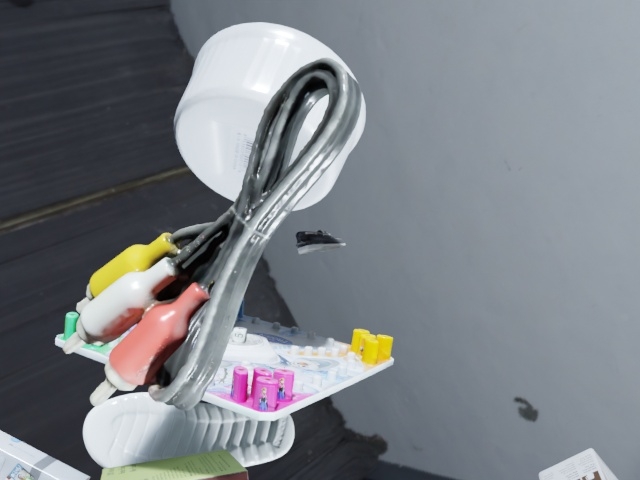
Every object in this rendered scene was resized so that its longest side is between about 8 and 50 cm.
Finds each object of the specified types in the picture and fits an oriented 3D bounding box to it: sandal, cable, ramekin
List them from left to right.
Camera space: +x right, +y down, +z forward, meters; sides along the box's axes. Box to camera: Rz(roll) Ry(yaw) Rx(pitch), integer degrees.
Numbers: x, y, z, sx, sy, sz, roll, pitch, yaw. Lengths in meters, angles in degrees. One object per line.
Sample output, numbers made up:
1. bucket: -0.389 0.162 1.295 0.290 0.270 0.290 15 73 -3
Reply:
1. sandal: -0.260 0.404 1.275 0.102 0.417 0.169 128 146 -59
2. cable: -0.073 0.002 0.432 0.287 0.072 0.139 -49 46 17
3. ramekin: -0.082 -0.168 0.944 0.278 0.135 0.277 13 144 9

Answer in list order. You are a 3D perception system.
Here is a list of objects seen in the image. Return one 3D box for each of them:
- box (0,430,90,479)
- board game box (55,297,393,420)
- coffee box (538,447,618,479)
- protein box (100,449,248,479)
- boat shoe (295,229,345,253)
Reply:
1. box: -0.378 0.298 0.720 0.186 0.038 0.145 24 92 4
2. board game box: -0.131 0.157 0.998 0.390 0.390 0.050 11 96 29
3. coffee box: 0.406 0.439 0.873 0.098 0.246 0.141 -35 110 19
4. protein box: -0.219 0.409 0.940 0.200 0.201 0.135 151 114 -70
5. boat shoe: 0.000 0.000 1.124 0.046 0.125 0.038 -21 80 39
